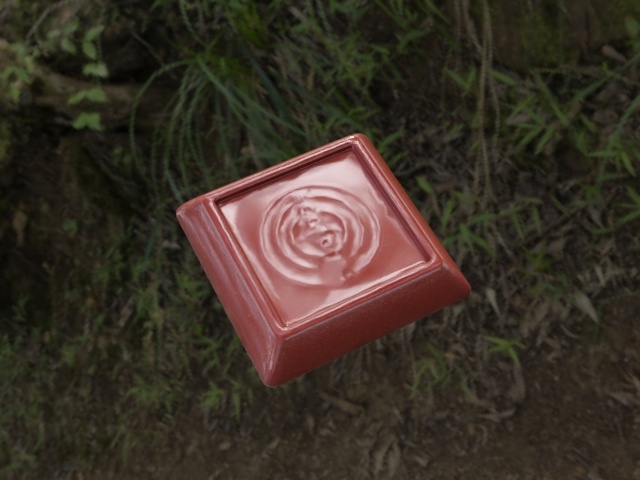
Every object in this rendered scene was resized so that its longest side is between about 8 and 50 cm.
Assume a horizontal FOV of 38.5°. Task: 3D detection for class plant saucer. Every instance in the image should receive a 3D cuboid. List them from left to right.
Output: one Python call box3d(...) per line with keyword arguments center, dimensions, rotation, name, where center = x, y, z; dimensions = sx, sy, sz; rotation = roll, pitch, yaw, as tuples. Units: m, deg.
box3d(center=(0.000, 0.000, 1.032), dimensions=(0.259, 0.048, 0.258), rotation=(-23, 61, -16), name="plant saucer")
